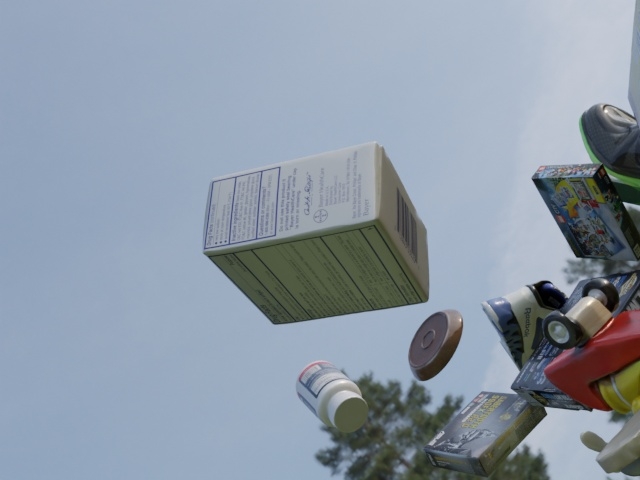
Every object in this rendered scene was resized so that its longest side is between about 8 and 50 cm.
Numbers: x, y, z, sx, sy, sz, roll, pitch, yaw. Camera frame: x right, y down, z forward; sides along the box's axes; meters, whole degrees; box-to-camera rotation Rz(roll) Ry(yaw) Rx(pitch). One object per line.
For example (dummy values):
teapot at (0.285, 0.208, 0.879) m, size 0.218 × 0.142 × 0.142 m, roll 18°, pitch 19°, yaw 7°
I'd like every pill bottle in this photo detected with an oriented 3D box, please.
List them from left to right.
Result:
pill bottle at (0.027, 0.337, 1.899) m, size 0.107 × 0.180 × 0.108 m, roll -7°, pitch -73°, yaw -23°

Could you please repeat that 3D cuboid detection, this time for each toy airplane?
toy airplane at (0.528, 0.180, 1.234) m, size 0.386 × 0.384 × 0.273 m, roll -24°, pitch -84°, yaw 7°

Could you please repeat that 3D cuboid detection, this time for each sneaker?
sneaker at (0.507, 0.201, 2.078) m, size 0.182 × 0.127 × 0.315 m, roll -31°, pitch -41°, yaw 4°
sneaker at (0.727, -0.185, 1.807) m, size 0.185 × 0.483 × 0.202 m, roll -11°, pitch -56°, yaw -26°

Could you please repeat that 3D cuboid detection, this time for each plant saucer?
plant saucer at (0.234, 0.213, 1.854) m, size 0.029 × 0.168 × 0.168 m, roll 30°, pitch -85°, yaw -17°

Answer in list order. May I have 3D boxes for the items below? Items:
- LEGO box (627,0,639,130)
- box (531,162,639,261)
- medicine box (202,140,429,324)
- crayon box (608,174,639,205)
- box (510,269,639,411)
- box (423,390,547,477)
LEGO box at (0.611, -0.255, 1.127) m, size 0.372 × 0.193 × 0.500 m, roll -18°, pitch -18°, yaw 13°
box at (0.560, -0.058, 1.853) m, size 0.044 × 0.159 × 0.233 m, roll -47°, pitch -63°, yaw -24°
medicine box at (0.000, 0.000, 1.419) m, size 0.263 × 0.289 × 0.149 m, roll 53°, pitch -147°, yaw -52°
crayon box at (0.878, -0.160, 2.128) m, size 0.202 × 0.318 × 0.081 m, roll -56°, pitch -34°, yaw -26°
box at (0.529, 0.198, 1.761) m, size 0.296 × 0.073 × 0.293 m, roll -53°, pitch 4°, yaw -12°
box at (0.371, 0.431, 2.002) m, size 0.231 × 0.183 × 0.056 m, roll -35°, pitch -76°, yaw -31°
